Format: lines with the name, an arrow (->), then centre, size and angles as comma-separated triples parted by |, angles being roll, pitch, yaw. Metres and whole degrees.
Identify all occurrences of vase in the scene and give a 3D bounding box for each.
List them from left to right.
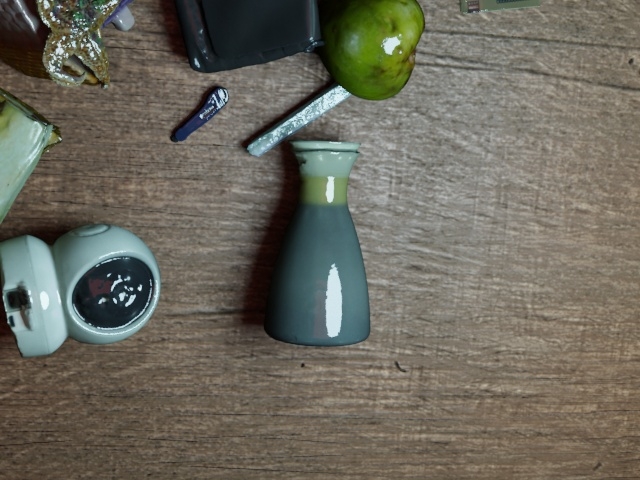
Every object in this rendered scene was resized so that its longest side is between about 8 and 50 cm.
vase -> 0.000, 0.000, 1.740 | 0.173, 0.173, 0.321 | 1, 97, -11

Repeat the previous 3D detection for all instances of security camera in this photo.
security camera -> -0.365, 0.070, 1.670 | 0.236, 0.194, 0.195 | -10, 102, -15

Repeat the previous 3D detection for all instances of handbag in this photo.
handbag -> -0.116, -0.391, 1.647 | 0.223, 0.080, 0.247 | -8, 103, 18

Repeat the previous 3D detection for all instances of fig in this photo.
fig -> 0.073, -0.319, 1.682 | 0.191, 0.181, 0.181 | 29, 95, 26

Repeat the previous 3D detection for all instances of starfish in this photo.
starfish -> -0.338, -0.296, 1.493 | 0.150, 0.053, 0.210 | -44, 136, -20

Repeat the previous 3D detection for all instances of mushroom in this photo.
mushroom -> -0.505, -0.056, 1.574 | 0.100, 0.081, 0.312 | 33, 93, -29

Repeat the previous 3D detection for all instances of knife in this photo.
knife -> -0.193, -0.200, 1.734 | 0.121, 0.018, 0.031 | -43, 112, 0

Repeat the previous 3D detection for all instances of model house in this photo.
model house -> -0.402, -0.362, 1.588 | 0.237, 0.202, 0.237 | -54, 136, -34

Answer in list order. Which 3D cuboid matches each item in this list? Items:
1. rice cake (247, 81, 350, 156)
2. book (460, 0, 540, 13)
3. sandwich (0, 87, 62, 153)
rice cake -> -0.030, -0.201, 1.758 | 0.207, 0.033, 0.033 | -35, 107, -3
book -> 0.291, -0.479, 1.778 | 0.138, 0.016, 0.199 | -8, 102, -9
sandwich -> -0.588, -0.138, 1.625 | 0.271, 0.099, 0.301 | 42, 91, -16
